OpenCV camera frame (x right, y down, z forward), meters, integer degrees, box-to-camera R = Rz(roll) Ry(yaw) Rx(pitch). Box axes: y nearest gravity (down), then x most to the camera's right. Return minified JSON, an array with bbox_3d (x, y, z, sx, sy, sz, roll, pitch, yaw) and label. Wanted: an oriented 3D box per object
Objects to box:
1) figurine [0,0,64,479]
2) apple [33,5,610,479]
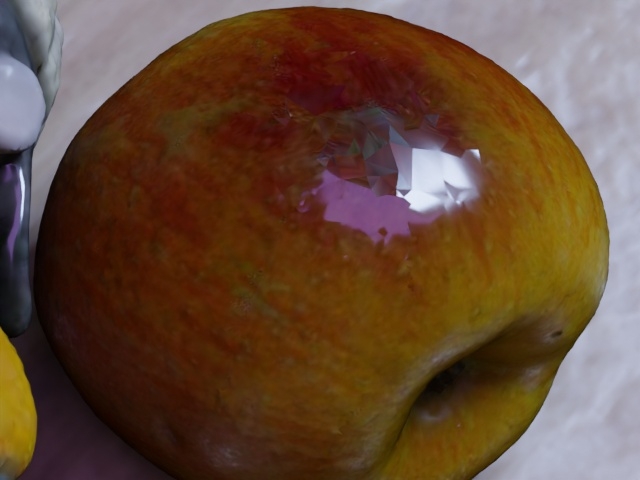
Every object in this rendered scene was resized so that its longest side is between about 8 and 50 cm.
[{"bbox_3d":[-0.167,0.008,0.566,0.185,0.204,0.332,-14,77,6],"label":"figurine"},{"bbox_3d":[0.000,0.000,0.619,0.195,0.160,0.173,-25,49,-24],"label":"apple"}]
